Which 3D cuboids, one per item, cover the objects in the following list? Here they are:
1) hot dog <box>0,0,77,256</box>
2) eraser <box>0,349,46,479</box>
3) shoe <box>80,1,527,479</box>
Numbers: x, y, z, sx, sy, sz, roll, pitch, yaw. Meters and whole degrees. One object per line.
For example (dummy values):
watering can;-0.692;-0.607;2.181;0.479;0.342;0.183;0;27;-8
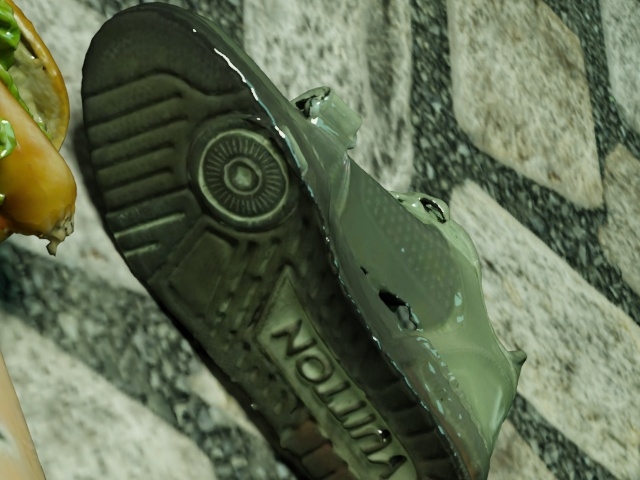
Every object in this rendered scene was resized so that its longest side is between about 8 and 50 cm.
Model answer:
hot dog;-0.213;-0.118;0.550;0.337;0.100;0.135;44;40;-22
eraser;-0.156;0.130;0.474;0.171;0.087;0.291;-11;77;-48
shoe;0.002;-0.001;0.732;0.293;0.109;0.149;58;33;-10
